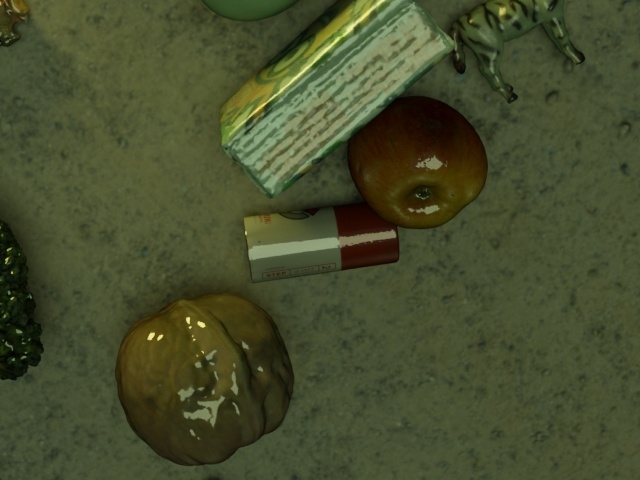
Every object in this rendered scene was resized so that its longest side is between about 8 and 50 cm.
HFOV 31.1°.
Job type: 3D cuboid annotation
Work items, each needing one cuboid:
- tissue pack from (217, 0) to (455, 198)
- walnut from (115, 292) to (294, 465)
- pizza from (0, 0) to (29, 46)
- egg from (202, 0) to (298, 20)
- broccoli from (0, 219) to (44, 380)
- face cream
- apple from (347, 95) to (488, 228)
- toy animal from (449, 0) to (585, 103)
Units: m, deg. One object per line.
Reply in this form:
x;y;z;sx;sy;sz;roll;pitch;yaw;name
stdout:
0.009;-0.212;1.529;0.311;0.228;0.128;-41;106;7;tissue pack
-0.163;0.189;1.620;0.248;0.248;0.248;-1;105;-5;walnut
-0.505;-0.289;1.548;0.185;0.052;0.195;30;101;-9;pizza
-0.070;-0.390;1.503;0.168;0.168;0.231;42;93;-14;egg
-0.514;0.066;1.558;0.245;0.248;0.288;-27;62;8;broccoli
0.000;0.000;1.653;0.214;0.096;0.096;-8;106;-4;face cream
0.137;-0.117;1.602;0.195;0.173;0.160;9;128;-9;apple
0.304;-0.309;1.610;0.170;0.090;0.255;41;95;-10;toy animal
